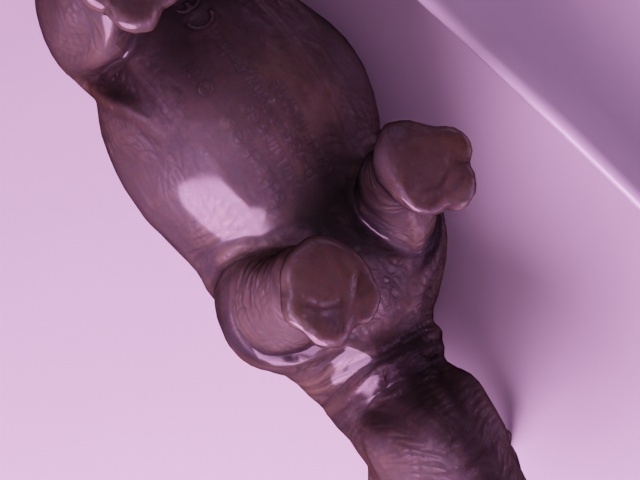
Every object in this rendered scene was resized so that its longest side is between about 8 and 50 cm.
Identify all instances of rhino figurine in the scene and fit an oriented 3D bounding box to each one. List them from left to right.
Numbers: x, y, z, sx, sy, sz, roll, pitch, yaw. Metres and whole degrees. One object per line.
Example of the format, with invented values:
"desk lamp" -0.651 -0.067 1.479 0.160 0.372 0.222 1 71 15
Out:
"rhino figurine" 0.000 0.000 0.462 0.073 0.106 0.243 -31 93 -16

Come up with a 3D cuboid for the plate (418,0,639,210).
"plate" 0.119 -0.158 0.415 0.278 0.045 0.277 43 110 6
